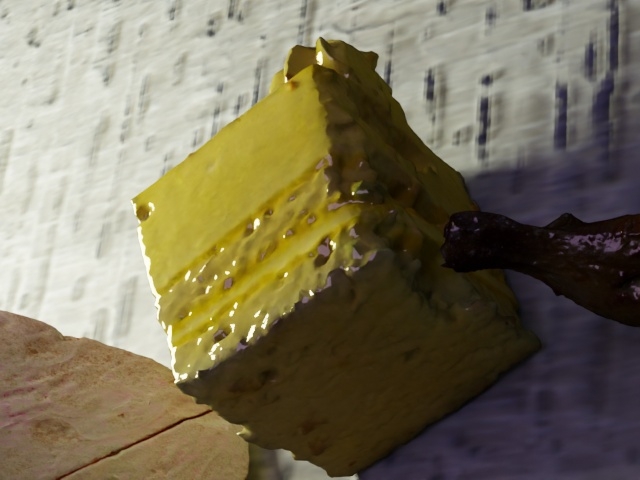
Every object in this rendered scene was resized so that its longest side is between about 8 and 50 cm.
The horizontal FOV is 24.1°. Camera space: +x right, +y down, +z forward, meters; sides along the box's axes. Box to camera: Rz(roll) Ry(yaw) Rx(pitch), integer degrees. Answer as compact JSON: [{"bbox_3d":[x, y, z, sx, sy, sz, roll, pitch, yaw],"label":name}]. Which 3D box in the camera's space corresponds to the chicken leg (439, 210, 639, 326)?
[{"bbox_3d":[0.248,-0.024,1.025,0.322,0.177,0.083,-33,22,21],"label":"chicken leg"}]

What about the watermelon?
[{"bbox_3d":[-0.219,0.240,1.310,0.222,0.319,0.292,109,171,-45],"label":"watermelon"}]

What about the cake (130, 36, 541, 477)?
[{"bbox_3d":[0.000,0.000,1.206,0.227,0.222,0.286,-36,48,18],"label":"cake"}]
